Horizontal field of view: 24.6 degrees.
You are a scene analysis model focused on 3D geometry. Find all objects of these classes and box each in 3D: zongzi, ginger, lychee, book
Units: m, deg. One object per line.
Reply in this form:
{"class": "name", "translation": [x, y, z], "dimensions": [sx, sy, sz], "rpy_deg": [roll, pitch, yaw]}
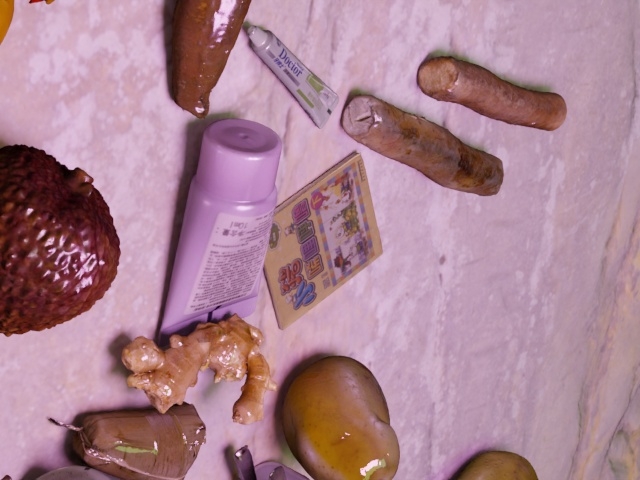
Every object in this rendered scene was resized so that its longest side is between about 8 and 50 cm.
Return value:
{"class": "zongzi", "translation": [-0.237, 0.276, 1.715], "dimensions": [0.189, 0.081, 0.178], "rpy_deg": [-2, 125, -38]}
{"class": "ginger", "translation": [-0.138, 0.146, 1.733], "dimensions": [0.193, 0.052, 0.176], "rpy_deg": [48, 44, -22]}
{"class": "lychee", "translation": [-0.287, 0.000, 1.450], "dimensions": [0.194, 0.194, 0.194], "rpy_deg": [-22, 122, -39]}
{"class": "book", "translation": [0.000, 0.000, 1.877], "dimensions": [0.192, 0.013, 0.168], "rpy_deg": [-37, 131, -29]}

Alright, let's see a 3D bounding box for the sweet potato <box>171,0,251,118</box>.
{"class": "sweet potato", "translation": [-0.101, -0.269, 1.592], "dimensions": [0.112, 0.085, 0.285], "rpy_deg": [1, 107, -52]}

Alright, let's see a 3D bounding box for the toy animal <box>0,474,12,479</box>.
{"class": "toy animal", "translation": [-0.394, 0.271, 1.519], "dimensions": [0.186, 0.094, 0.214], "rpy_deg": [15, 105, -41]}

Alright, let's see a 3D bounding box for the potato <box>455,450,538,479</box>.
{"class": "potato", "translation": [0.245, 0.427, 2.238], "dimensions": [0.248, 0.143, 0.169], "rpy_deg": [-47, 132, -34]}

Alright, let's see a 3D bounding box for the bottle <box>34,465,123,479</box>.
{"class": "bottle", "translation": [-0.194, 0.411, 1.696], "dimensions": [0.352, 0.229, 0.229], "rpy_deg": [37, 79, -49]}

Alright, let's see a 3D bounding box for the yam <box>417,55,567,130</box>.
{"class": "yam", "translation": [0.244, -0.197, 2.013], "dimensions": [0.300, 0.066, 0.066], "rpy_deg": [10, 99, -50]}

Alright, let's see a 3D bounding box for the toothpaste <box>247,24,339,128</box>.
{"class": "toothpaste", "translation": [-0.033, -0.198, 1.741], "dimensions": [0.048, 0.029, 0.197], "rpy_deg": [-59, 141, -9]}

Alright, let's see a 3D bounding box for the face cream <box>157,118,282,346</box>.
{"class": "face cream", "translation": [-0.110, -0.004, 1.712], "dimensions": [0.154, 0.096, 0.274], "rpy_deg": [-20, 134, -43]}

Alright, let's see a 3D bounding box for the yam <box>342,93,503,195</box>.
{"class": "yam", "translation": [0.142, -0.119, 1.933], "dimensions": [0.317, 0.071, 0.067], "rpy_deg": [19, 56, -49]}

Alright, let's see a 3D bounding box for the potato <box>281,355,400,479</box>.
{"class": "potato", "translation": [0.033, 0.247, 1.891], "dimensions": [0.157, 0.194, 0.157], "rpy_deg": [-18, 133, -20]}

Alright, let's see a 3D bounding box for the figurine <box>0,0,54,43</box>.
{"class": "figurine", "translation": [-0.287, -0.245, 1.376], "dimensions": [0.121, 0.122, 0.176], "rpy_deg": [38, 78, -51]}

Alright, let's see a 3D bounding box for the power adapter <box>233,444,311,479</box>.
{"class": "power adapter", "translation": [-0.063, 0.355, 1.881], "dimensions": [0.125, 0.130, 0.205], "rpy_deg": [-33, 128, -32]}
